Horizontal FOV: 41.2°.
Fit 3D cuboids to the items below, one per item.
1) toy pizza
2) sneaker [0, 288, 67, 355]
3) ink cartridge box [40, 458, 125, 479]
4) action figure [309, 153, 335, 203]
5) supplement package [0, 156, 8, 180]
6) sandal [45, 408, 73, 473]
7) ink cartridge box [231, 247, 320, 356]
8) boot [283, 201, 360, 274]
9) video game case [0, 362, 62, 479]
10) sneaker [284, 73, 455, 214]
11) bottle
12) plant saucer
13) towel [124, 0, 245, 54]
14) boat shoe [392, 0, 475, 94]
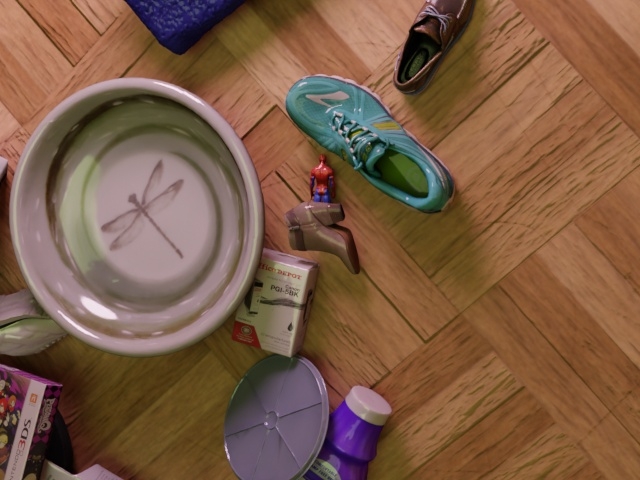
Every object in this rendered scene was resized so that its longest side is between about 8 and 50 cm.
[{"bbox_3d":[-0.062,0.263,1.237,0.201,0.032,0.201,-19,59,34],"label":"toy pizza"},{"bbox_3d":[-0.439,0.128,1.348,0.235,0.090,0.095,-11,125,8],"label":"sneaker"},{"bbox_3d":[-0.370,0.527,1.357,0.330,0.071,0.324,32,104,0],"label":"ink cartridge box"},{"bbox_3d":[0.002,-0.066,1.219,0.038,0.030,0.115,4,105,10],"label":"action figure"},{"bbox_3d":[-0.615,-0.047,1.247,0.204,0.145,0.262,30,76,-16],"label":"supplement package"},{"bbox_3d":[-0.531,0.454,1.396,0.167,0.107,0.446,25,103,11],"label":"sandal"},{"bbox_3d":[-0.066,0.089,1.245,0.099,0.056,0.135,14,101,14],"label":"ink cartridge box"},{"bbox_3d":[0.000,0.000,1.204,0.087,0.042,0.118,-14,100,15],"label":"boot"},{"bbox_3d":[-0.513,0.295,1.310,0.232,0.042,0.210,12,85,30],"label":"video game case"},{"bbox_3d":[0.067,-0.134,1.151,0.275,0.110,0.107,36,105,9],"label":"sneaker"},{"bbox_3d":[0.006,0.343,1.240,0.118,0.092,0.283,34,105,11],"label":"bottle"},{"bbox_3d":[-0.258,-0.033,1.254,0.400,0.100,0.400,1,94,16],"label":"plant saucer"},{"bbox_3d":[-0.156,-0.429,1.163,0.308,0.076,0.228,-35,105,19],"label":"towel"},{"bbox_3d":[0.153,-0.277,1.130,0.066,0.066,0.183,26,103,11],"label":"boat shoe"}]
